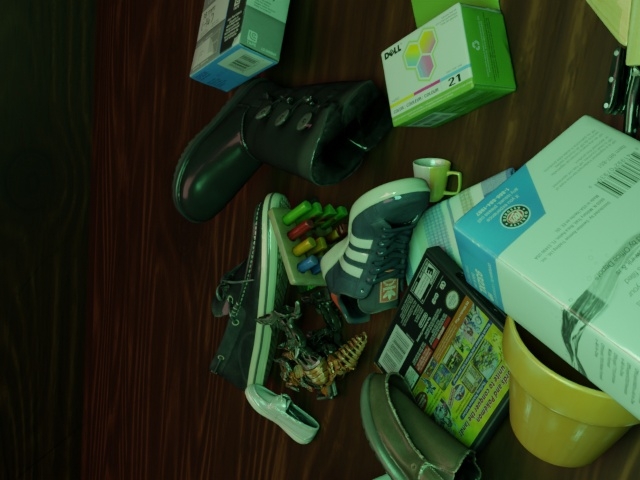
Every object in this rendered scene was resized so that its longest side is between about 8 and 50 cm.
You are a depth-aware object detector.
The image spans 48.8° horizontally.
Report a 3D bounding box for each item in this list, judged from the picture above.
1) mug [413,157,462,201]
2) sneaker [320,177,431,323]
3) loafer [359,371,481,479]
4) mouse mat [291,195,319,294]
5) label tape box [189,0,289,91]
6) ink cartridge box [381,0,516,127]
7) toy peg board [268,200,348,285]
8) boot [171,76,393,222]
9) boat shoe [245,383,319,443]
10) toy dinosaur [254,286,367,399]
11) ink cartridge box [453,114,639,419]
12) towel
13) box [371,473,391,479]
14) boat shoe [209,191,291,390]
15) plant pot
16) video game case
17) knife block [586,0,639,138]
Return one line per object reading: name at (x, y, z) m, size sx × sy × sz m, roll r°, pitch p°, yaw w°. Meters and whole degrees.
mug at (0.187, -0.097, 1.165) m, size 0.078 × 0.062 × 0.064 m, roll 34°, pitch 129°, yaw 57°
sneaker at (0.105, 0.032, 1.179) m, size 0.350 × 0.131 × 0.148 m, roll 117°, pitch 140°, yaw -58°
loafer at (0.184, 0.345, 1.079) m, size 0.130 × 0.134 × 0.366 m, roll -40°, pitch 55°, yaw 17°
mouse mat at (-0.028, 0.013, 1.542) m, size 0.152 × 0.007 × 0.190 m, roll -29°, pitch 70°, yaw 53°
label tape box at (-0.160, -0.515, 1.513) m, size 0.240 × 0.106 × 0.334 m, roll -9°, pitch 68°, yaw 55°
ink cartridge box at (0.185, -0.326, 1.110) m, size 0.189 × 0.097 × 0.255 m, roll -19°, pitch 78°, yaw 55°
toy peg board at (0.000, 0.000, 1.375) m, size 0.079 × 0.161 × 0.161 m, roll -35°, pitch 64°, yaw 36°
boot at (-0.095, -0.159, 1.402) m, size 0.445 × 0.146 × 0.367 m, roll 23°, pitch 83°, yaw 51°
boat shoe at (-0.083, 0.371, 1.556) m, size 0.184 × 0.066 × 0.063 m, roll 41°, pitch 117°, yaw 11°
toy dinosaur at (0.002, 0.217, 1.437) m, size 0.322 × 0.164 × 0.218 m, roll -26°, pitch 86°, yaw 35°
ink cartridge box at (0.336, 0.031, 0.765) m, size 0.307 × 0.223 × 0.129 m, roll 42°, pitch 165°, yaw 39°
towel at (0.233, 0.031, 1.130) m, size 0.285 × 0.034 × 0.209 m, roll -32°, pitch 68°, yaw 53°
box at (0.033, 0.560, 1.188) m, size 0.215 × 0.345 × 0.168 m, roll 60°, pitch 139°, yaw 27°
boat shoe at (-0.160, 0.123, 1.564) m, size 0.187 × 0.156 × 0.500 m, roll -65°, pitch -12°, yaw -61°
plant pot at (0.321, 0.178, 0.887) m, size 0.205 × 0.205 × 0.188 m, roll 48°, pitch 146°, yaw 42°
video game case at (0.207, 0.190, 1.133) m, size 0.248 × 0.035 × 0.275 m, roll 50°, pitch 136°, yaw 35°
knife block at (0.422, -0.236, 0.774) m, size 0.276 × 0.088 × 0.242 m, roll -54°, pitch 51°, yaw 43°
